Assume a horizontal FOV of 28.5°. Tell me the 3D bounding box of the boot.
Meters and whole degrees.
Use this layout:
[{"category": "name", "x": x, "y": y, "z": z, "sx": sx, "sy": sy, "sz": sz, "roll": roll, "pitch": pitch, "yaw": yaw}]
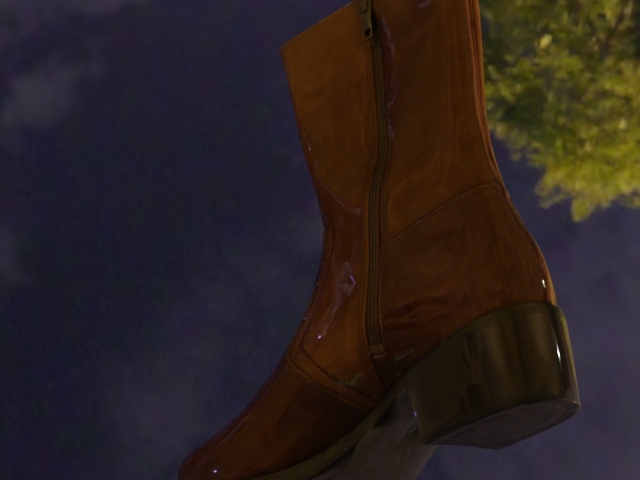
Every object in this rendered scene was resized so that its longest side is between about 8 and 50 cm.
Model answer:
[{"category": "boot", "x": 0.000, "y": 0.000, "z": 0.710, "sx": 0.096, "sy": 0.264, "sz": 0.280, "roll": 12, "pitch": -124, "yaw": -40}]
